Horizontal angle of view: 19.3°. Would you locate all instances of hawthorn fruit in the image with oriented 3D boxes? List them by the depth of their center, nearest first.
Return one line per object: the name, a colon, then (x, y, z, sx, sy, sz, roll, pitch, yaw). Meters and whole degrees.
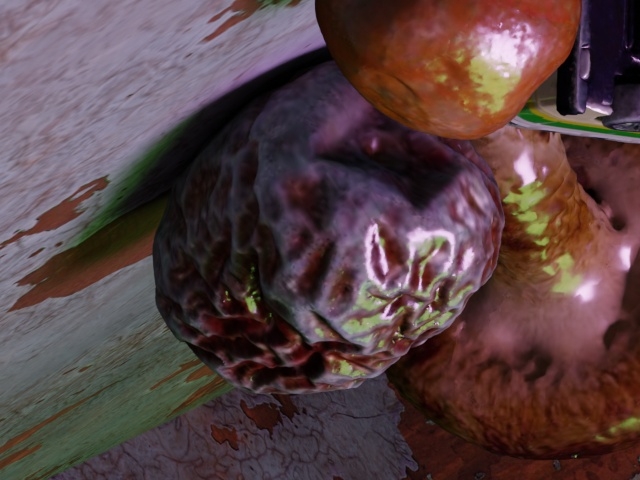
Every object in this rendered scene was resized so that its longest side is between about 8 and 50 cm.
hawthorn fruit: (0.065, -0.146, 1.068, 0.149, 0.149, 0.189, -32, 134, 10)

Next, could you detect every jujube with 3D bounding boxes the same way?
jujube: (0.000, 0.000, 1.398, 0.226, 0.226, 0.317, -27, 170, -31)

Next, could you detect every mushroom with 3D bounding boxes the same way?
mushroom: (0.199, 0.015, 1.544, 0.331, 0.334, 0.356, 6, 175, -3)

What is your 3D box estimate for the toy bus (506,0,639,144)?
toy bus: (0.252, -0.132, 1.309, 0.305, 0.143, 0.179, 5, 175, -31)
